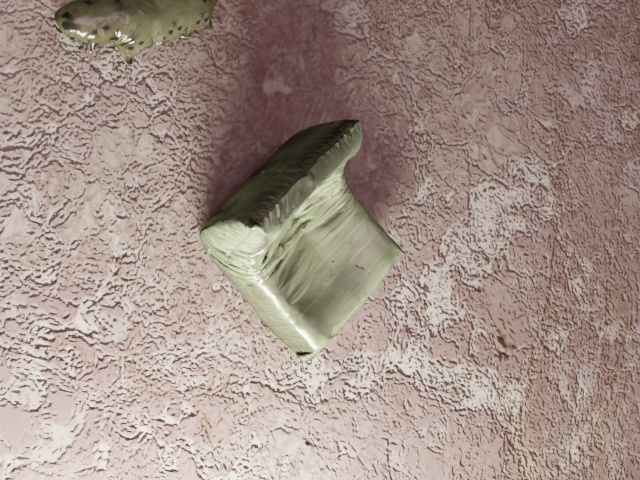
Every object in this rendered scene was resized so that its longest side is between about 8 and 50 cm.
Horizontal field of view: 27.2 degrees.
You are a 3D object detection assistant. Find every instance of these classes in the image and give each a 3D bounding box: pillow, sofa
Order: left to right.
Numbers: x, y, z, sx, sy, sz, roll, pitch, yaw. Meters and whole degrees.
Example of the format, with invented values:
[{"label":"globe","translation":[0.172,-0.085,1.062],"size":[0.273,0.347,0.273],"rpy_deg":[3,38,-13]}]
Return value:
[{"label":"pillow","translation":[-0.199,-0.270,1.575],"size":[0.241,0.051,0.093],"rpy_deg":[-29,100,-33]},{"label":"sofa","translation":[0.000,0.000,1.599],"size":[0.210,0.176,0.225],"rpy_deg":[-46,108,-27]}]
